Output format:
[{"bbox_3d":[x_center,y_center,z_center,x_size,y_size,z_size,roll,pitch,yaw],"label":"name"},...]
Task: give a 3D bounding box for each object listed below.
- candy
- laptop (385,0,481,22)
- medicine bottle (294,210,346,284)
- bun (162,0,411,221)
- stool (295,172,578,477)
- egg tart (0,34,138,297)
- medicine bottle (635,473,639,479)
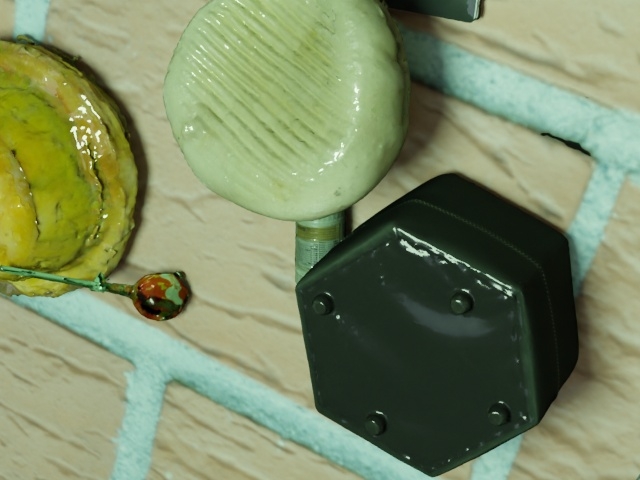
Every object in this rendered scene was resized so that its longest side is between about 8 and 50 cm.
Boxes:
[{"bbox_3d":[-0.217,0.043,1.234,0.185,0.049,0.055,12,125,-20],"label":"candy"},{"bbox_3d":[0.077,-0.272,1.018,0.129,0.016,0.180,15,117,22],"label":"laptop"},{"bbox_3d":[0.000,0.000,1.151,0.047,0.047,0.083,10,115,24],"label":"medicine bottle"},{"bbox_3d":[-0.013,-0.123,1.056,0.231,0.133,0.231,-4,83,32],"label":"bun"},{"bbox_3d":[0.098,0.070,1.071,0.232,0.141,0.232,10,114,24],"label":"stool"},{"bbox_3d":[-0.310,-0.058,1.254,0.288,0.118,0.288,13,120,24],"label":"egg tart"},{"bbox_3d":[0.285,0.276,1.002,0.139,0.237,0.139,10,116,22],"label":"medicine bottle"}]
